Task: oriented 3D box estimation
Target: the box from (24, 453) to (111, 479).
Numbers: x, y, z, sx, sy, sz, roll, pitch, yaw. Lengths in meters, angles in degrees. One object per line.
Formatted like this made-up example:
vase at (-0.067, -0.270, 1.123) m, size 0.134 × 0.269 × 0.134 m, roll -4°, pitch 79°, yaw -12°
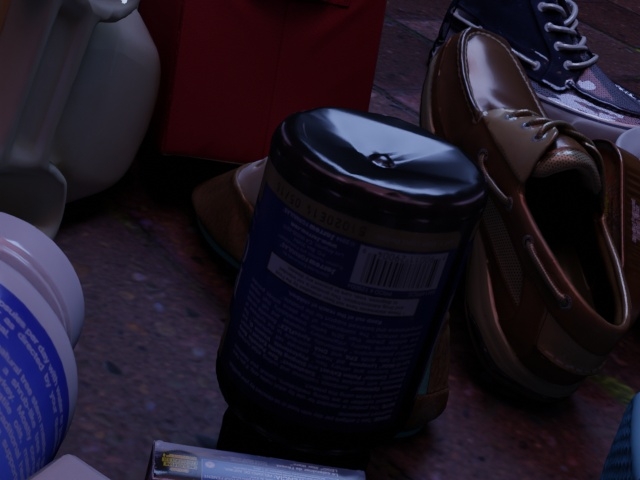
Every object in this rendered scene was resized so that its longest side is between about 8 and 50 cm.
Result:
box at (0.003, 0.246, 0.252) m, size 0.345 × 0.215 × 0.168 m, roll 26°, pitch 28°, yaw 21°

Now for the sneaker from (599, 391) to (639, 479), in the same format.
sneaker at (0.253, 0.203, 0.586) m, size 0.208 × 0.127 × 0.319 m, roll 19°, pitch 27°, yaw 8°

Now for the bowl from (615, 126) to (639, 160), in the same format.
bowl at (0.389, 0.017, 1.018) m, size 0.298 × 0.134 × 0.298 m, roll 13°, pitch 26°, yaw -6°

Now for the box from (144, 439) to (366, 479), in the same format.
box at (-0.041, 0.156, 0.493) m, size 0.094 × 0.137 × 0.027 m, roll 10°, pitch 26°, yaw -11°

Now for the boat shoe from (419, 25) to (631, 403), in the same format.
boat shoe at (0.171, -0.039, 0.872) m, size 0.122 × 0.120 × 0.324 m, roll 7°, pitch 57°, yaw -31°

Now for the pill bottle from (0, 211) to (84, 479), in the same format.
pill bottle at (-0.203, 0.089, 0.516) m, size 0.152 × 0.152 × 0.272 m, roll 16°, pitch 26°, yaw 0°

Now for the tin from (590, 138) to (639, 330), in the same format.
tin at (0.226, 0.004, 0.930) m, size 0.040 × 0.106 × 0.189 m, roll 24°, pitch 57°, yaw -25°

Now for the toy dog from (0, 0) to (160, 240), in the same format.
toy dog at (-0.340, -0.185, 0.843) m, size 0.408 × 0.284 × 0.395 m, roll 21°, pitch 12°, yaw 9°

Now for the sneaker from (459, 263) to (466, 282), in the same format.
sneaker at (0.138, -0.035, 1.014) m, size 0.106 × 0.101 × 0.267 m, roll 31°, pitch 29°, yaw 32°

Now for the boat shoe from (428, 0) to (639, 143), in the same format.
boat shoe at (0.309, -0.246, 1.459) m, size 0.340 × 0.158 × 0.127 m, roll 27°, pitch 28°, yaw 20°

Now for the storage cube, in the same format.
storage cube at (-0.064, -0.173, 1.016) m, size 0.184 × 0.193 × 0.215 m, roll 6°, pitch 9°, yaw -21°

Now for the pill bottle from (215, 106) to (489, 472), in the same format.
pill bottle at (0.008, 0.045, 0.646) m, size 0.123 × 0.219 × 0.123 m, roll 14°, pitch 26°, yaw -7°

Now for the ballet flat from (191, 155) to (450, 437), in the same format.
ballet flat at (0.000, 0.000, 0.838) m, size 0.116 × 0.124 × 0.342 m, roll 2°, pitch 29°, yaw -27°
